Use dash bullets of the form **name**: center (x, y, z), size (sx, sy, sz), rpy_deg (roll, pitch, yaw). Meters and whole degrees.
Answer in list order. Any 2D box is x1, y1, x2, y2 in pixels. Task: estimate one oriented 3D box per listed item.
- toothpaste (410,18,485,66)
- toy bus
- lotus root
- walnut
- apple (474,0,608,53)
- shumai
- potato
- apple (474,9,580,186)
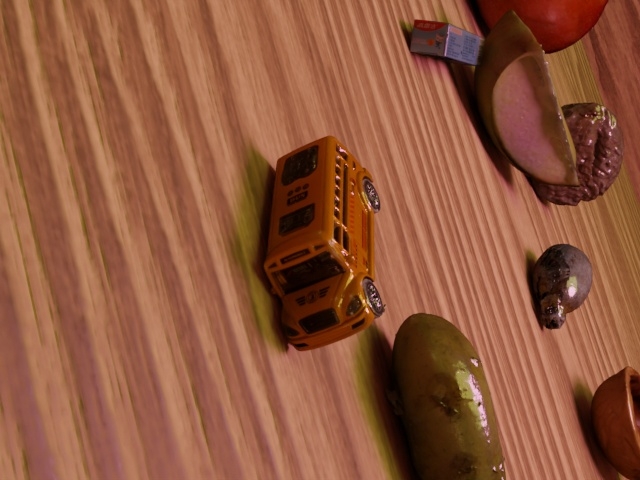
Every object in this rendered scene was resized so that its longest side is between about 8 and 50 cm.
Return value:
- **toothpaste**: center (0.165, -0.267, 1.366), size (0.193, 0.070, 0.044), rpy_deg (-12, 112, -67)
- **toy bus**: center (0.000, 0.000, 0.743), size (0.074, 0.069, 0.162), rpy_deg (51, 28, -36)
- **lotus root**: center (0.350, 0.061, 1.462), size (0.088, 0.088, 0.165), rpy_deg (60, 34, -21)
- **walnut**: center (0.452, 0.280, 1.490), size (0.211, 0.087, 0.167), rpy_deg (51, 36, -33)
- **apple**: center (0.382, -0.464, 1.755), size (0.206, 0.251, 0.272), rpy_deg (31, 58, -34)
- **shumai**: center (0.420, -0.175, 1.722), size (0.176, 0.166, 0.206), rpy_deg (-99, -179, -45)
- **potato**: center (0.106, 0.152, 0.840), size (0.105, 0.085, 0.188), rpy_deg (53, 22, -87)
- **apple**: center (0.294, -0.210, 1.516), size (0.193, 0.120, 0.265), rpy_deg (-104, 171, -56)
